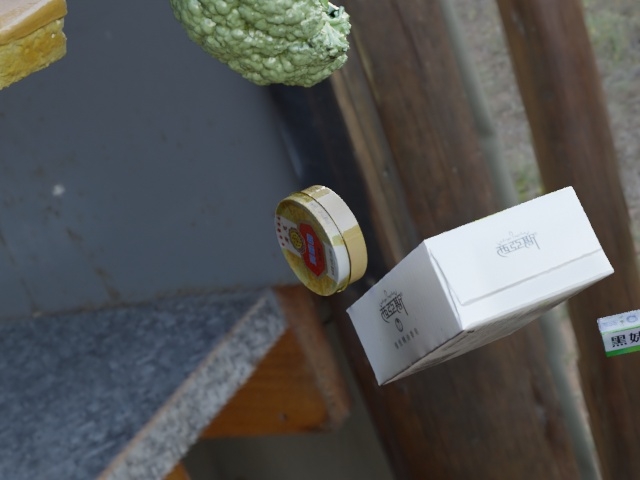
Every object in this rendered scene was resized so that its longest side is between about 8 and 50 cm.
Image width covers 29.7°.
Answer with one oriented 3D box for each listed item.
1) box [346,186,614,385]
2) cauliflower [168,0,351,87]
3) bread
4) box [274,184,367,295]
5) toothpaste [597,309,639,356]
[{"bbox_3d":[0.167,0.057,1.335,0.194,0.111,0.260,-19,-15,-24],"label":"box"},{"bbox_3d":[-0.056,-0.337,1.610,0.275,0.272,0.250,16,80,59],"label":"cauliflower"},{"bbox_3d":[-0.459,-0.297,1.648,0.169,0.140,0.160,-35,64,-29],"label":"bread"},{"bbox_3d":[0.000,0.000,1.155,0.037,0.105,0.105,-26,21,-28],"label":"box"},{"bbox_3d":[0.465,0.113,1.621,0.179,0.043,0.037,-13,33,9],"label":"toothpaste"}]
